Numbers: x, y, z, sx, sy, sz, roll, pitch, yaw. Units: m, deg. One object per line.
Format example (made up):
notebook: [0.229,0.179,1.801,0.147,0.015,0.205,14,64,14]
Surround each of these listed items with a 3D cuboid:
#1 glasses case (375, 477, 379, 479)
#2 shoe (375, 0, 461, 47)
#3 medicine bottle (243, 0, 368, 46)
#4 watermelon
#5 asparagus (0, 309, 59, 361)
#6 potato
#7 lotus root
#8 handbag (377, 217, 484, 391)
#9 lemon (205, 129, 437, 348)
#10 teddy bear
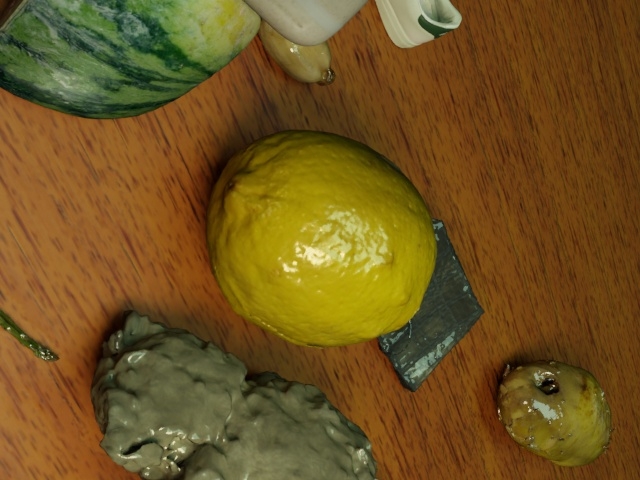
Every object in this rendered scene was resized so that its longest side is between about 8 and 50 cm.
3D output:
glasses case: [0.052,0.476,1.140,0.113,0.075,0.297,-9,98,-39]
shoe: [0.111,-0.391,1.119,0.095,0.110,0.265,-50,125,-27]
medicine bottle: [-0.081,-0.359,0.803,0.123,0.375,0.282,-39,129,19]
watermelon: [-0.206,-0.244,0.809,0.212,0.261,0.201,28,42,-44]
asparagus: [-0.311,0.092,0.833,0.015,0.014,0.114,-44,122,-12]
potato: [0.413,0.297,1.409,0.300,0.140,0.173,28,81,-40]
lotus root: [-0.035,-0.255,1.027,0.073,0.062,0.150,-43,121,-5]
handbag: [0.132,0.081,1.193,0.175,0.088,0.270,-40,118,-23]
lemon: [-0.002,-0.001,0.948,0.284,0.260,0.261,-3,94,-48]
teddy bear: [-0.110,0.238,0.898,0.367,0.224,0.357,39,21,-1]
